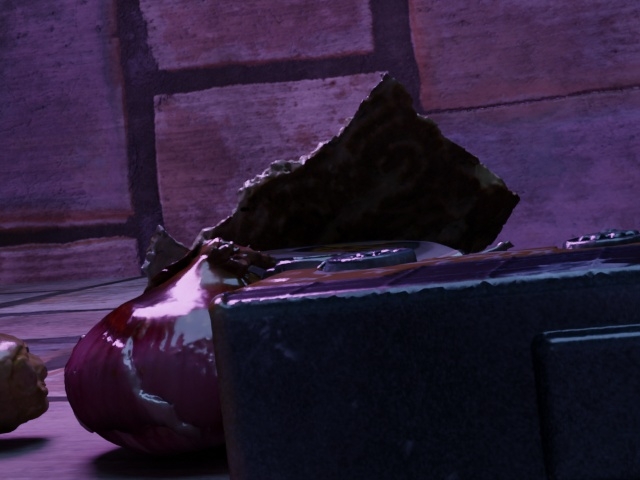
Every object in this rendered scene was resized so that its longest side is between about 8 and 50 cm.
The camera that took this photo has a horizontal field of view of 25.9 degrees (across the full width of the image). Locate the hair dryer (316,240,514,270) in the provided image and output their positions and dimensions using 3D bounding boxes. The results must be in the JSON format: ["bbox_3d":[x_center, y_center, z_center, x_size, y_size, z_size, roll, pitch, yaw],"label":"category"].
[{"bbox_3d":[0.081,0.041,1.185,0.198,0.057,0.100,-19,-34,-17],"label":"hair dryer"}]

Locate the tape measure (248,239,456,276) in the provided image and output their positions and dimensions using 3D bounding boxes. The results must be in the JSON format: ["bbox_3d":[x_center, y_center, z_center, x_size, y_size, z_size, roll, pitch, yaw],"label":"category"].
[{"bbox_3d":[0.012,0.075,1.348,0.262,0.138,0.259,-6,1,-26],"label":"tape measure"}]

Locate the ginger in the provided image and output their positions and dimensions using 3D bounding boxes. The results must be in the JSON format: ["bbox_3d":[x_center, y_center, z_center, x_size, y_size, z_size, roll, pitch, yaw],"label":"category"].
[{"bbox_3d":[-0.362,0.126,1.178,0.263,0.109,0.116,-5,29,10],"label":"ginger"}]

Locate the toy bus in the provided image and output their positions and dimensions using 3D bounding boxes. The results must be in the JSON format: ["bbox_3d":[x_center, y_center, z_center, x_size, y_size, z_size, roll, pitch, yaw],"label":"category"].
[{"bbox_3d":[0.110,0.080,0.787,0.324,0.161,0.194,-6,3,16],"label":"toy bus"}]

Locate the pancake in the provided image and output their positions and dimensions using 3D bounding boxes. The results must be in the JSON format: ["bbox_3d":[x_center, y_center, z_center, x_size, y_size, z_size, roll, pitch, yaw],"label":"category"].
[{"bbox_3d":[0.003,0.003,1.520,0.427,0.305,0.067,-34,39,-1],"label":"pancake"}]

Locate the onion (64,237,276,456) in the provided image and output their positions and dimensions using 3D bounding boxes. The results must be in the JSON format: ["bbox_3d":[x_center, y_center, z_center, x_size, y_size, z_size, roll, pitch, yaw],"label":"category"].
[{"bbox_3d":[-0.085,0.080,1.073,0.230,0.163,0.230,-5,7,1],"label":"onion"}]
